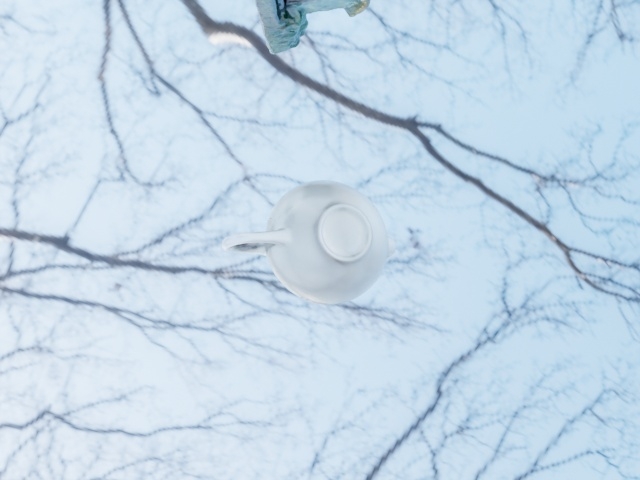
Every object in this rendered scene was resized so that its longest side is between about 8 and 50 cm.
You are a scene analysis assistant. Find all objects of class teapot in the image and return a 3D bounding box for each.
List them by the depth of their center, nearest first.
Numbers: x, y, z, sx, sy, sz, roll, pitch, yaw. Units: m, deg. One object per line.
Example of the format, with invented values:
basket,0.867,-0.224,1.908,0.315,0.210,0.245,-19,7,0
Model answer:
teapot,0.000,0.000,1.433,0.092,0.226,0.145,146,-56,-63

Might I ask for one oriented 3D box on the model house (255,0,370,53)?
model house,0.037,-0.381,1.506,0.249,0.280,0.229,-7,-106,3
